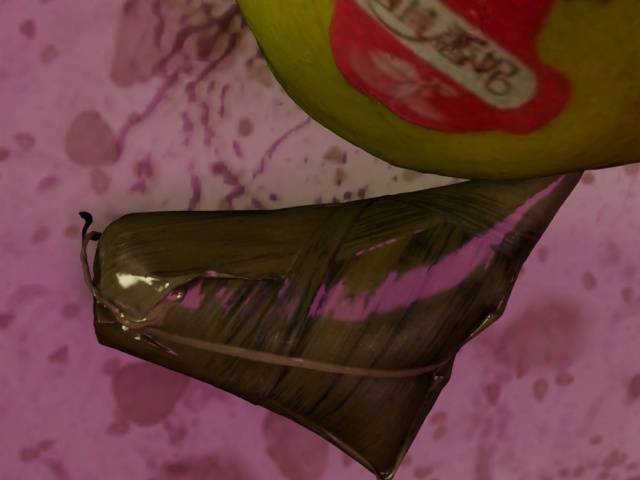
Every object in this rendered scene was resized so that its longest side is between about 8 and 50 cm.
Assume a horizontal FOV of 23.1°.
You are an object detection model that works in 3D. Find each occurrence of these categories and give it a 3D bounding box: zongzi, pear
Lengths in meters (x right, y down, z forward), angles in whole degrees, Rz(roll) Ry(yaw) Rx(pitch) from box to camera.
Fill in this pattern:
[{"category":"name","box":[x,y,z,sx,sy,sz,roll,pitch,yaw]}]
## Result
[{"category":"zongzi","box":[-0.002,-0.002,0.766,0.205,0.094,0.204,25,123,-15]},{"category":"pear","box":[0.115,-0.192,0.672,0.287,0.287,0.375,19,130,-17]}]
